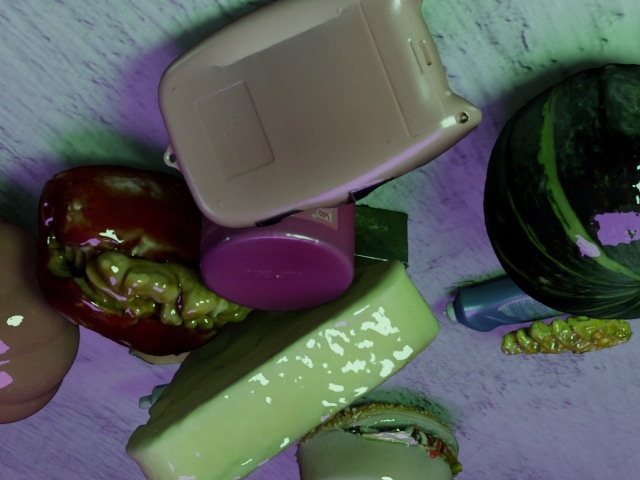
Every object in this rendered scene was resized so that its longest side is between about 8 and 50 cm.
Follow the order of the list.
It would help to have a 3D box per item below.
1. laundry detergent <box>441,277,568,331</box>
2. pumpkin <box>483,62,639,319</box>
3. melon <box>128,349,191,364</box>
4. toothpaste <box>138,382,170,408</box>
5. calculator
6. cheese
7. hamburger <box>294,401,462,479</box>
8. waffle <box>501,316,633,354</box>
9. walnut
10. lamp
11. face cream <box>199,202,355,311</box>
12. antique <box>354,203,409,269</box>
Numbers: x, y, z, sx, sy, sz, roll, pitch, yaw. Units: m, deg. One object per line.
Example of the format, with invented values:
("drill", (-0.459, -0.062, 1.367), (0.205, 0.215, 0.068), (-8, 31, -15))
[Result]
("laundry detergent", (0.271, 0.086, 1.656), (0.206, 0.061, 0.096), (-15, 154, 23))
("pumpkin", (0.338, -0.046, 1.273), (0.323, 0.241, 0.323), (0, 151, 0))
("melon", (-0.184, 0.171, 1.810), (0.118, 0.064, 0.209), (-23, 143, 32))
("toothpaste", (-0.167, 0.236, 1.831), (0.268, 0.047, 0.069), (-13, 140, 20))
("calculator", (-0.019, -0.136, 1.178), (0.329, 0.220, 0.048), (-21, -176, 19))
("cheese", (-0.063, 0.152, 1.454), (0.384, 0.384, 0.104), (-24, 106, 34))
("hamburger", (0.101, 0.396, 2.061), (0.301, 0.170, 0.302), (5, 149, 3))
("waffle", (0.360, 0.141, 1.691), (0.194, 0.051, 0.149), (-3, 165, -27))
("walnut", (-0.214, 0.035, 1.407), (0.269, 0.244, 0.222), (12, 111, -48))
("lamp", (-0.442, 0.089, 1.520), (0.305, 0.239, 0.305), (15, 122, 25))
("face cream", (-0.047, -0.041, 1.338), (0.175, 0.195, 0.175), (0, 149, 0))
("antique", (0.000, 0.000, 1.509), (0.220, 0.080, 0.081), (8, 149, -12))
